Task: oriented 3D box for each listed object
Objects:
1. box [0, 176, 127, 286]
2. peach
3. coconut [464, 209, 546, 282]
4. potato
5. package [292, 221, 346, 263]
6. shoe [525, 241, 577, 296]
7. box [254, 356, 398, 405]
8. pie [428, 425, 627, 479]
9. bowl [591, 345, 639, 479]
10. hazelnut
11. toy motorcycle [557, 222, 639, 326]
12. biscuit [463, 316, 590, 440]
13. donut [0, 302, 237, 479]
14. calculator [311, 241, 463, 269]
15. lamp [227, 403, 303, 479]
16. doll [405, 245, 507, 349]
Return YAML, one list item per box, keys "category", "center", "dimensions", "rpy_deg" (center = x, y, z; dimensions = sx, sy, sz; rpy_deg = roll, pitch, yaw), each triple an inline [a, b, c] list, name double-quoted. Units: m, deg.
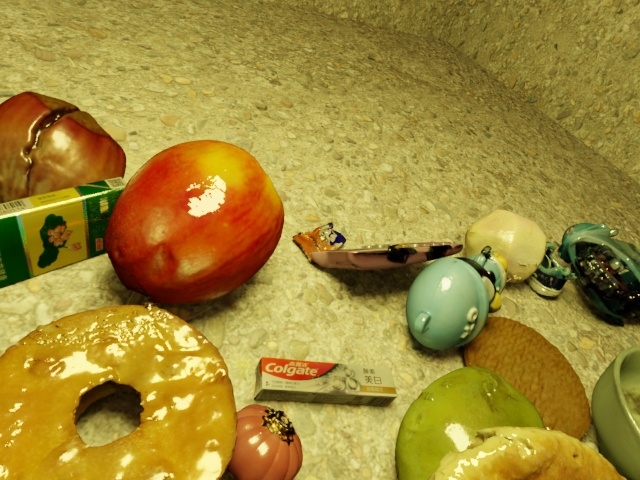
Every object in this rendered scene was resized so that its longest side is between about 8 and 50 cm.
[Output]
- category: "box"
  center: [-0.399, -0.009, 0.587]
  dimensions: [0.034, 0.132, 0.235]
  rpy_deg: [43, 44, 22]
- category: "peach"
  center: [-0.194, -0.023, 0.631]
  dimensions: [0.238, 0.281, 0.281]
  rpy_deg: [59, 30, -29]
- category: "coconut"
  center: [0.426, 0.014, 0.958]
  dimensions: [0.183, 0.170, 0.170]
  rpy_deg: [14, 42, -16]
- category: "potato"
  center: [0.210, 0.284, 0.563]
  dimensions: [0.186, 0.148, 0.253]
  rpy_deg: [46, 48, -3]
- category: "package"
  center: [0.000, 0.001, 0.855]
  dimensions: [0.111, 0.033, 0.077]
  rpy_deg: [-30, 87, -29]
- category: "shoe"
  center: [0.554, 0.042, 1.032]
  dimensions: [0.092, 0.106, 0.207]
  rpy_deg: [-2, 45, -28]
- category: "box"
  center: [0.010, 0.218, 0.622]
  dimensions: [0.218, 0.039, 0.055]
  rpy_deg: [11, 44, -17]
- category: "pie"
  center: [0.220, 0.365, 0.425]
  dimensions: [0.340, 0.083, 0.339]
  rpy_deg: [2, 82, -11]
- category: "bowl"
  center: [0.591, 0.344, 0.700]
  dimensions: [0.290, 0.146, 0.289]
  rpy_deg: [13, 44, -13]
- category: "hazelnut"
  center: [-0.441, -0.128, 0.660]
  dimensions: [0.212, 0.181, 0.181]
  rpy_deg: [26, 20, -15]
- category: "toy motorcycle"
  center: [0.751, 0.083, 1.020]
  dimensions: [0.416, 0.172, 0.232]
  rpy_deg: [22, 40, -28]
- category: "biscuit"
  center: [0.388, 0.259, 0.770]
  dimensions: [0.262, 0.037, 0.261]
  rpy_deg: [14, 41, -13]
- category: "donut"
  center: [-0.227, 0.206, 0.444]
  dimensions: [0.278, 0.108, 0.277]
  rpy_deg: [7, 42, -7]
- category: "calculator"
  center: [0.143, 0.028, 0.807]
  dimensions: [0.294, 0.194, 0.043]
  rpy_deg: [-5, 90, -29]
- category: "lamp"
  center: [-0.072, 0.256, 0.500]
  dimensions: [0.108, 0.092, 0.107]
  rpy_deg: [37, 7, -5]
- category: "doll"
  center: [0.266, 0.105, 0.769]
  dimensions: [0.141, 0.177, 0.314]
  rpy_deg: [26, 31, 38]
